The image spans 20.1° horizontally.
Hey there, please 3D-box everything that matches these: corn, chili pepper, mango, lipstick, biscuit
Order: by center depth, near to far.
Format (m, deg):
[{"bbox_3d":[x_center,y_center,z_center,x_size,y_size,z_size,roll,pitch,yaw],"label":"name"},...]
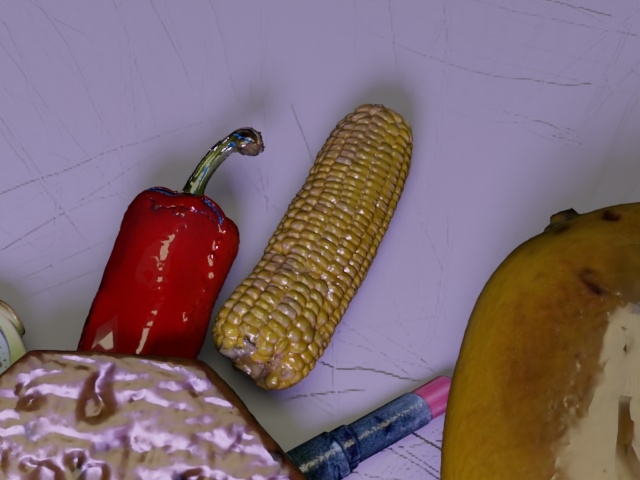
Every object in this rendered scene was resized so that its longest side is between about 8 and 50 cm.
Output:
[{"bbox_3d":[-0.172,0.258,1.425,0.359,0.046,0.359,0,85,-3],"label":"biscuit"},{"bbox_3d":[0.245,0.184,1.440,0.301,0.220,0.445,7,75,-5],"label":"mango"},{"bbox_3d":[0.017,0.176,1.517,0.234,0.053,0.053,-28,69,-15],"label":"lipstick"},{"bbox_3d":[-0.148,0.070,1.535,0.110,0.110,0.388,18,69,7],"label":"chili pepper"},{"bbox_3d":[0.000,0.000,1.575,0.101,0.101,0.292,23,64,9],"label":"corn"}]

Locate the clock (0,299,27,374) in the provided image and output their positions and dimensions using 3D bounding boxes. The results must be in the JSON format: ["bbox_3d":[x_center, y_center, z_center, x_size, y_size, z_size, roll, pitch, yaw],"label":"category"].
[{"bbox_3d":[-0.326,0.110,1.530,0.170,0.069,0.232,-13,65,-7],"label":"clock"}]
